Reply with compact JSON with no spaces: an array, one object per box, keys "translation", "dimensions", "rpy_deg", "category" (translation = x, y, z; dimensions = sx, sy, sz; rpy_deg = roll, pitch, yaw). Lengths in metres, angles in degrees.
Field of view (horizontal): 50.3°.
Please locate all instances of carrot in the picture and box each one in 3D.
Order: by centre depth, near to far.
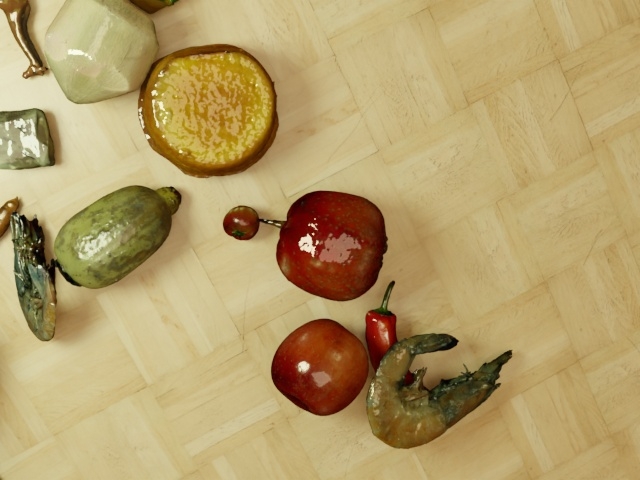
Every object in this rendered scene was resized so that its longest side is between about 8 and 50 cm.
[{"translation":[-0.745,0.000,1.494],"dimensions":[0.248,0.059,0.059],"rpy_deg":[-45,103,-3],"category":"carrot"}]

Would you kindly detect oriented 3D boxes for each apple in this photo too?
[{"translation":[-0.002,0.297,1.589],"dimensions":[0.218,0.218,0.201],"rpy_deg":[48,64,-13],"category":"apple"}]

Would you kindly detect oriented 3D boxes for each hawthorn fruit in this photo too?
[{"translation":[0.000,0.000,1.542],"dimensions":[0.301,0.254,0.253],"rpy_deg":[18,96,6],"category":"hawthorn fruit"}]

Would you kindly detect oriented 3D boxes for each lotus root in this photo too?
[{"translation":[-0.442,-0.021,1.498],"dimensions":[0.309,0.173,0.173],"rpy_deg":[-40,103,-9],"category":"lotus root"}]

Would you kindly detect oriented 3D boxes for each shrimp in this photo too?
[{"translation":[-0.614,0.085,1.469],"dimensions":[0.075,0.178,0.289],"rpy_deg":[-4,100,-42],"category":"shrimp"},{"translation":[0.299,0.336,1.677],"dimensions":[0.445,0.085,0.271],"rpy_deg":[-19,101,-24],"category":"shrimp"}]

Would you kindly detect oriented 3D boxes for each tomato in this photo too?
[{"translation":[-0.180,-0.044,1.569],"dimensions":[0.087,0.087,0.075],"rpy_deg":[23,57,-13],"category":"tomato"}]

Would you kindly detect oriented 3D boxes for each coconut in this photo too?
[{"translation":[-0.457,-0.391,1.397],"dimensions":[0.224,0.224,0.234],"rpy_deg":[35,96,-13],"category":"coconut"}]

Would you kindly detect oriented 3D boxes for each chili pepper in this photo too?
[{"translation":[0.187,0.287,1.696],"dimensions":[0.137,0.092,0.368],"rpy_deg":[-31,111,-23],"category":"chili pepper"}]

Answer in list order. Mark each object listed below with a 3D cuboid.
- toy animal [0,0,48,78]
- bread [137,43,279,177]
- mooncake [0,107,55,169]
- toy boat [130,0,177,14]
[{"translation":[-0.654,-0.479,1.424],"dimensions":[0.230,0.066,0.224],"rpy_deg":[25,94,-18],"category":"toy animal"},{"translation":[-0.239,-0.280,1.473],"dimensions":[0.313,0.172,0.311],"rpy_deg":[-1,98,-11],"category":"bread"},{"translation":[-0.641,-0.217,1.464],"dimensions":[0.125,0.073,0.129],"rpy_deg":[-6,102,-12],"category":"mooncake"},{"translation":[-0.402,-0.566,1.440],"dimensions":[0.230,0.089,0.088],"rpy_deg":[39,105,-10],"category":"toy boat"}]
